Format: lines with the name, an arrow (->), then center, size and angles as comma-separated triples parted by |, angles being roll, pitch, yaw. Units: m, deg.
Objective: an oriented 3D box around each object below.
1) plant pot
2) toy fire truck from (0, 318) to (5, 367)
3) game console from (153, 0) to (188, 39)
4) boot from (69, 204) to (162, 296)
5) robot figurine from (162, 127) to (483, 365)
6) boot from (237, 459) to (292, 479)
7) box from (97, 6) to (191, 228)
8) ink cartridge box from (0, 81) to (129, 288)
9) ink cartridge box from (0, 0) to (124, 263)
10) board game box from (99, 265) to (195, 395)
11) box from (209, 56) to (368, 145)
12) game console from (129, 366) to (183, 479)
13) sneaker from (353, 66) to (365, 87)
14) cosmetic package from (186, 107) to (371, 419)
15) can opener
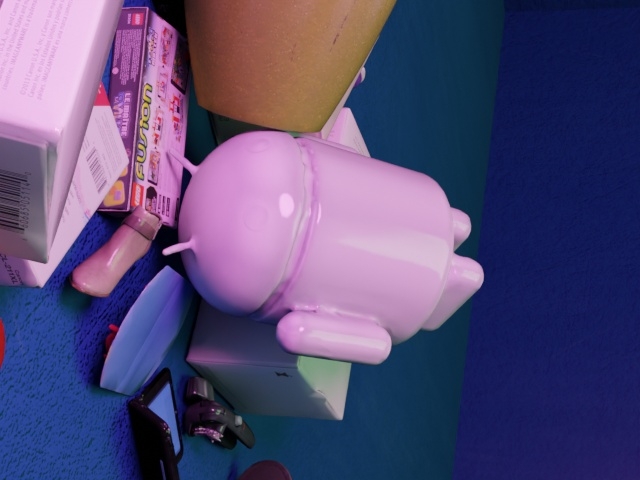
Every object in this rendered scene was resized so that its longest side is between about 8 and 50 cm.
plant pot -> -0.033, -0.269, 1.036 | 0.275, 0.274, 0.294 | -25, 130, -70
toy fire truck -> -0.308, 0.127, 0.509 | 0.254, 0.169, 0.302 | -68, 168, 20
game console -> -0.151, -0.383, 1.084 | 0.361, 0.043, 0.213 | 76, 23, -44
boot -> -0.189, 0.006, 0.947 | 0.087, 0.042, 0.118 | -53, -178, 5
robot figurine -> 0.000, 0.000, 1.077 | 0.200, 0.353, 0.300 | -54, -148, 38
boot -> -0.071, 0.436, 1.380 | 0.229, 0.091, 0.263 | 51, 48, -72
box -> -0.177, -0.122, 1.037 | 0.114, 0.036, 0.207 | 27, 67, -71
ink cartridge box -> -0.234, -0.065, 0.804 | 0.175, 0.072, 0.127 | -67, 153, -48
ink cartridge box -> -0.244, -0.176, 0.556 | 0.130, 0.271, 0.310 | 120, -19, -56
board game box -> -0.186, 0.088, 1.023 | 0.133, 0.033, 0.169 | -61, 167, -8
box -> -0.030, -0.249, 1.312 | 0.311, 0.147, 0.121 | -68, 153, -50
game console -> -0.158, 0.216, 1.077 | 0.071, 0.107, 0.122 | -22, 119, -32
sneaker -> 0.014, -0.271, 1.609 | 0.170, 0.068, 0.071 | 16, 91, -63
cosmetic package -> -0.034, 0.029, 1.309 | 0.197, 0.155, 0.366 | 62, 35, -56
can opener -> -0.116, 0.224, 1.229 | 0.186, 0.059, 0.073 | 60, 36, -58
